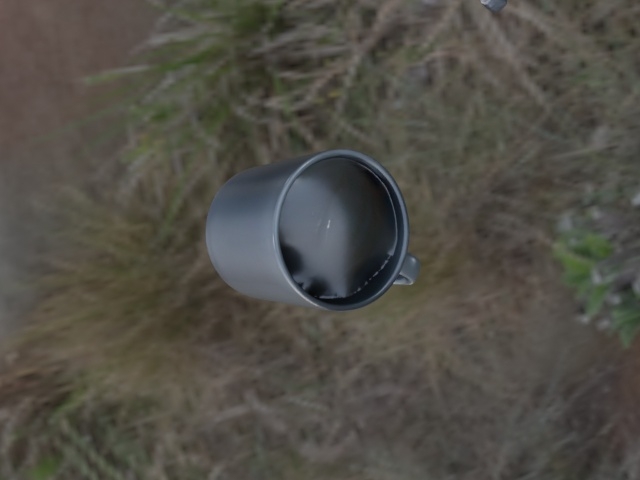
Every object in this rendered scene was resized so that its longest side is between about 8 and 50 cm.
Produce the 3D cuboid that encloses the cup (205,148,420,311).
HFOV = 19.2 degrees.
[{"bbox_3d":[0.000,0.000,0.939,0.077,0.100,0.078,-1,66,58],"label":"cup"}]

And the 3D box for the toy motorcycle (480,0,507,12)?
[{"bbox_3d":[0.113,-0.289,1.507,0.125,0.358,0.212,-41,88,11],"label":"toy motorcycle"}]
